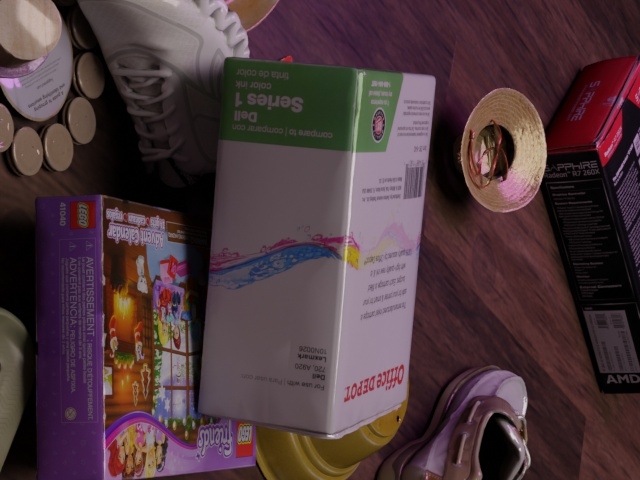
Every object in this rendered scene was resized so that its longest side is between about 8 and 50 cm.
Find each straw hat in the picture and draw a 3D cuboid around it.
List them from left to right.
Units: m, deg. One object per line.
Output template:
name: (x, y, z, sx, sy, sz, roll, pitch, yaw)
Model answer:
straw hat: (0.179, -0.097, 2.064, 0.144, 0.061, 0.145, 1, 88, -44)

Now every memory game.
memory game: (-0.216, -0.138, 1.397, 0.186, 0.012, 0.186, 14, 74, -61)

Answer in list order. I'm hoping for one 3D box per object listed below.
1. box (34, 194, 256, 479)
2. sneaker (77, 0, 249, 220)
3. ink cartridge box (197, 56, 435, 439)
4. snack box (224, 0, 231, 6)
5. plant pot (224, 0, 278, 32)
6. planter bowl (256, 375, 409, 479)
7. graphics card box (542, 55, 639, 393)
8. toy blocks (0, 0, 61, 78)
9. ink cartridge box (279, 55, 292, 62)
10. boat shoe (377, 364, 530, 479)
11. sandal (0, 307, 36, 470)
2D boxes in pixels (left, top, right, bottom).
box: (-0.126, 0.078, 1.438, 0.293, 0.057, 0.201, 12, 77, -71)
sneaker: (-0.111, -0.116, 1.491, 0.292, 0.110, 0.118, 52, 56, -52)
ink cartridge box: (0.000, 0.000, 1.491, 0.201, 0.117, 0.278, -10, 105, -70)
snack box: (-0.098, -0.266, 1.602, 0.100, 0.037, 0.141, 58, 40, -43)
plant pot: (-0.070, -0.285, 1.534, 0.236, 0.032, 0.236, -42, 140, -51)
planter bowl: (0.021, 0.130, 1.716, 0.217, 0.090, 0.217, 15, 73, -61)
graphics card box: (0.387, -0.017, 2.403, 0.233, 0.094, 0.371, -56, 133, -49)
toy blocks: (-0.246, -0.255, 1.188, 0.288, 0.260, 0.309, 38, 75, -18)
ink cartridge box: (-0.024, -0.067, 1.707, 0.145, 0.045, 0.179, -36, 120, -58)
boat shoe: (0.165, 0.219, 1.954, 0.302, 0.103, 0.113, -42, 123, -56)
sandal: (-0.242, 0.171, 1.230, 0.120, 0.086, 0.303, 50, 44, -47)
